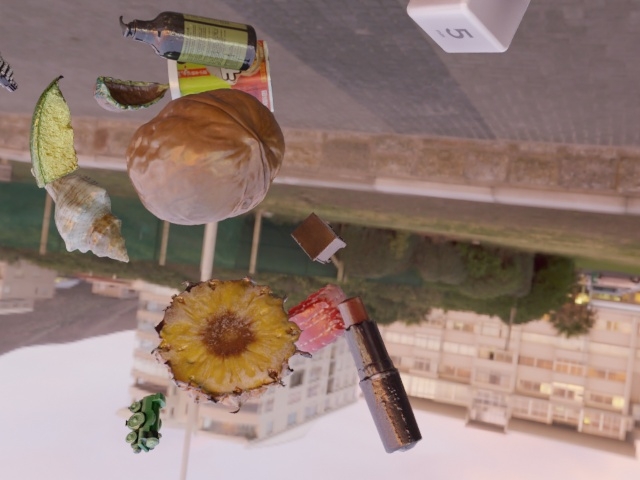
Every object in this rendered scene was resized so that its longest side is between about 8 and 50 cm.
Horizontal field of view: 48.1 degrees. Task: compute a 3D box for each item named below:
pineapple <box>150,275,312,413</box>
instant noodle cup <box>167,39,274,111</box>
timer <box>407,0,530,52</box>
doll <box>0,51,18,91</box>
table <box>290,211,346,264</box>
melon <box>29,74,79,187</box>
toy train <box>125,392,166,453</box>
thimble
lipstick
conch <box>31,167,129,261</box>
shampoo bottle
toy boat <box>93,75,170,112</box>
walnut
[{"bbox_3d":[-0.120,0.137,0.969,0.221,0.221,0.047,7,139,-1],"label":"pineapple"},{"bbox_3d":[-0.309,-0.509,2.282,0.307,0.294,0.294,-7,180,-3],"label":"instant noodle cup"},{"bbox_3d":[0.360,-0.579,1.721,0.194,0.192,0.195,31,172,-39],"label":"timer"},{"bbox_3d":[-0.814,-0.446,1.769,0.067,0.091,0.219,-31,159,-4],"label":"doll"},{"bbox_3d":[0.000,0.000,1.561,0.083,0.070,0.082,49,-172,26],"label":"table"},{"bbox_3d":[-0.614,-0.249,1.658,0.113,0.262,0.053,2,-168,-18],"label":"melon"},{"bbox_3d":[-0.506,0.534,2.089,0.104,0.178,0.071,-18,131,9],"label":"toy train"},{"bbox_3d":[-0.002,0.207,1.900,0.189,0.125,0.163,-35,-179,21],"label":"thimble"},{"bbox_3d":[0.105,0.245,1.337,0.081,0.300,0.081,-18,164,-5],"label":"lipstick"},{"bbox_3d":[-0.679,-0.081,2.033,0.386,0.203,0.169,45,-174,-8],"label":"conch"},{"bbox_3d":[-0.281,-0.430,1.527,0.283,0.101,0.101,2,-178,-26],"label":"shampoo bottle"},{"bbox_3d":[-0.556,-0.430,2.111,0.099,0.108,0.293,-35,174,29],"label":"toy boat"},{"bbox_3d":[-0.269,-0.194,1.713,0.397,0.354,0.308,-4,132,50],"label":"walnut"}]
